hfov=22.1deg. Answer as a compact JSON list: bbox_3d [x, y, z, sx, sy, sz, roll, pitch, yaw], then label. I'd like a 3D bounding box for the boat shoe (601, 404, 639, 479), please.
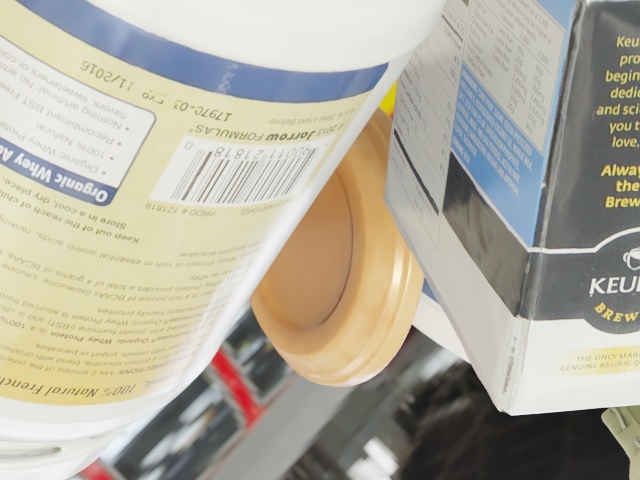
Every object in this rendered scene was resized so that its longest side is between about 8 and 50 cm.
[{"bbox_3d":[0.327,0.213,1.470,0.094,0.109,0.302,-36,-165,11],"label":"boat shoe"}]

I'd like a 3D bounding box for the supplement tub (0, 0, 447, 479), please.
[{"bbox_3d":[-0.108,-0.059,0.689,0.316,0.228,0.228,-55,178,37],"label":"supplement tub"}]

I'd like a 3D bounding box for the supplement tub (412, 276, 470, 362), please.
[{"bbox_3d":[0.242,-0.023,1.726,0.325,0.235,0.235,-60,-177,8],"label":"supplement tub"}]

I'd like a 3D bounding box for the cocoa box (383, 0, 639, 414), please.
[{"bbox_3d":[0.234,-0.073,0.870,0.231,0.347,0.228,-117,-153,-57],"label":"cocoa box"}]

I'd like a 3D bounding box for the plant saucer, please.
[{"bbox_3d":[0.000,0.000,1.117,0.037,0.200,0.200,2,155,-33],"label":"plant saucer"}]
